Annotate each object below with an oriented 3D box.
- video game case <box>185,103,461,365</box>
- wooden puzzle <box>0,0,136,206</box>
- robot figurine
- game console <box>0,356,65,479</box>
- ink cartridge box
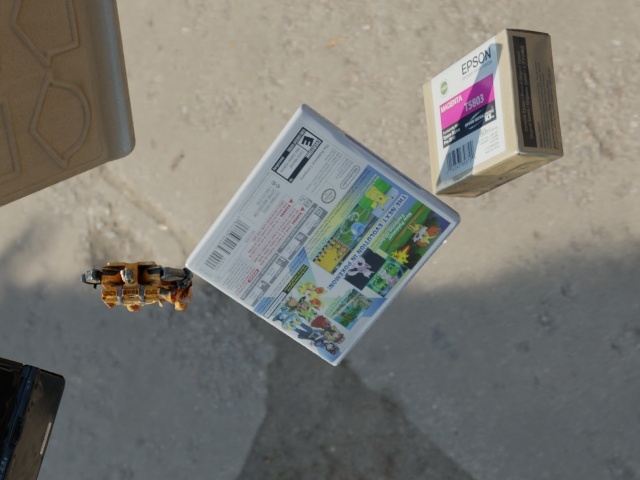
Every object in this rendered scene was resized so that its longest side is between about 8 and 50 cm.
[{"bbox_3d":[0.000,0.000,1.610,0.300,0.036,0.329,35,112,-10],"label":"video game case"},{"bbox_3d":[-0.420,-0.212,1.354,0.080,0.347,0.322,22,126,40],"label":"wooden puzzle"},{"bbox_3d":[-0.342,0.091,2.016,0.211,0.291,0.085,-2,83,3],"label":"robot figurine"},{"bbox_3d":[-0.297,0.169,0.941,0.071,0.107,0.122,12,78,12],"label":"game console"},{"bbox_3d":[0.256,-0.186,1.577,0.234,0.088,0.193,-29,63,60],"label":"ink cartridge box"}]
